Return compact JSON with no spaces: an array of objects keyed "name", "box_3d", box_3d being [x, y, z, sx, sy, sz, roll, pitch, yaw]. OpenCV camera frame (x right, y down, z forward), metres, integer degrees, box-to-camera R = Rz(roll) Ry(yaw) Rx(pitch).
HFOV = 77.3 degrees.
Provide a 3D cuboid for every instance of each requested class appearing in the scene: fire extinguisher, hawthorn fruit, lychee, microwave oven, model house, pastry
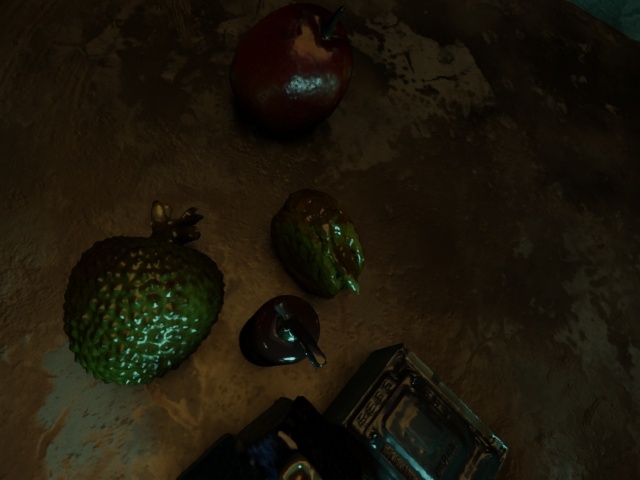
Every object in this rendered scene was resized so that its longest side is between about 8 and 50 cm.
[{"name":"fire extinguisher","box_3d":[-0.072,0.176,0.726,0.114,0.337,0.135,-32,83,-23]},{"name":"hawthorn fruit","box_3d":[-0.049,-0.429,0.969,0.285,0.369,0.284,11,71,-33]},{"name":"lychee","box_3d":[-0.312,0.098,0.732,0.270,0.270,0.320,26,102,-6]},{"name":"microwave oven","box_3d":[0.186,0.393,0.809,0.295,0.181,0.237,45,62,3]},{"name":"model house","box_3d":[-0.089,0.425,0.662,0.298,0.284,0.243,-37,79,-26]},{"name":"pastry","box_3d":[0.000,0.000,0.877,0.132,0.235,0.240,-37,98,-29]}]
